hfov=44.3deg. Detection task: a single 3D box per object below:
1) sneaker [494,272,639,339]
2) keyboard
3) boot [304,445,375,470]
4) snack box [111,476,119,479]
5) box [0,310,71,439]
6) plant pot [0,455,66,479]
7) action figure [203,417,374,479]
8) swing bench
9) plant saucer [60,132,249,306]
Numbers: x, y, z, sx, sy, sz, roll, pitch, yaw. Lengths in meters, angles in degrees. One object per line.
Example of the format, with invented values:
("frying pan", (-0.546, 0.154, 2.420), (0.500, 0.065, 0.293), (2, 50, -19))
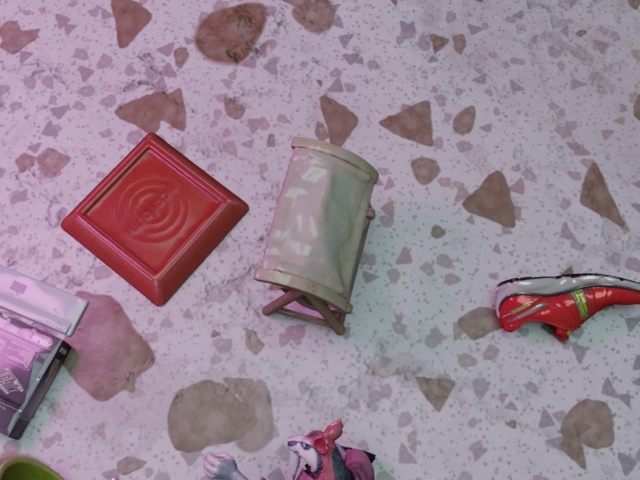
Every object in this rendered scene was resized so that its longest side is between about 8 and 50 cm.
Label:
("sneaker", (0.453, 0.120, 1.420), (0.279, 0.107, 0.118), (-3, 89, 0))
("keyboard", (-0.553, 0.094, 1.430), (0.256, 0.014, 0.072), (22, 67, 5))
("boot", (0.027, 0.396, 1.324), (0.121, 0.045, 0.099), (9, 71, 5))
("snack box", (-0.293, 0.472, 1.299), (0.178, 0.022, 0.064), (35, 72, 10))
("box", (-0.582, 0.212, 1.362), (0.231, 0.056, 0.183), (23, 72, 6))
("plant pot", (-0.491, 0.512, 1.173), (0.254, 0.276, 0.276), (-35, 75, -1))
("action figure", (-0.014, 0.424, 1.144), (0.248, 0.370, 0.276), (-11, 38, -30))
("swing bench", (0.000, 0.000, 1.349), (0.165, 0.254, 0.253), (14, 71, 3))
("plant saucer", (-0.311, -0.052, 1.468), (0.259, 0.048, 0.258), (37, 74, 10))
